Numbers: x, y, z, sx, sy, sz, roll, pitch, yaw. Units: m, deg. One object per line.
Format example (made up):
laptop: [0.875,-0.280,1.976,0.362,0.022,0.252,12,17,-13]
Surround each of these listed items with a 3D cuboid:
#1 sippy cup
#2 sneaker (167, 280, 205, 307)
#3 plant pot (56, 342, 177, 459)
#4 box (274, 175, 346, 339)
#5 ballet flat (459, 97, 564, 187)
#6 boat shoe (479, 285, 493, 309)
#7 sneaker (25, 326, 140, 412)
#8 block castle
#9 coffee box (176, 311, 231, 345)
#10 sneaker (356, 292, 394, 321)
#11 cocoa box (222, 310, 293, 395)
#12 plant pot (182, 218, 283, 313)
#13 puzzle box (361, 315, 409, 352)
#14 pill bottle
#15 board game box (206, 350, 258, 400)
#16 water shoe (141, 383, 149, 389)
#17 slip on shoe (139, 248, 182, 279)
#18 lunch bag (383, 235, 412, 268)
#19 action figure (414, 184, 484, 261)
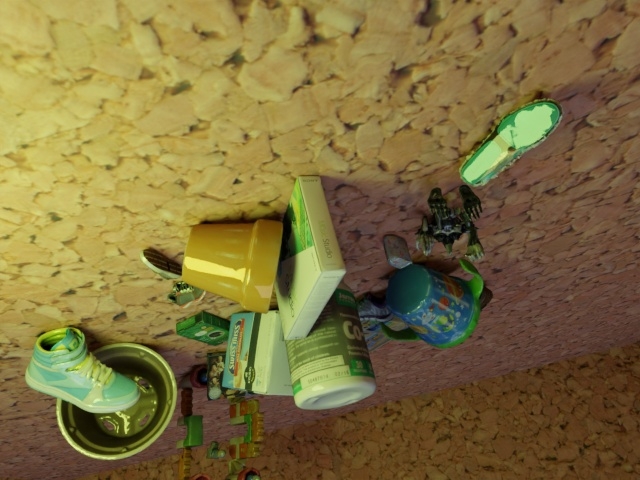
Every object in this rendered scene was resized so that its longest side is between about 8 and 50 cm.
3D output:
sippy cup: [0.324,0.184,1.384,0.224,0.305,0.240,30,172,-35]
sneaker: [-0.347,0.130,1.183,0.065,0.061,0.158,22,134,-35]
plant pot: [-0.651,0.532,1.501,0.334,0.333,0.305,-1,158,-20]
box: [-0.042,0.049,1.002,0.059,0.232,0.322,-1,146,-21]
ballet flat: [0.383,-0.201,0.928,0.077,0.091,0.241,-26,169,-45]
boat shoe: [0.488,0.266,1.662,0.104,0.110,0.307,19,137,-39]
sneaker: [-0.653,0.356,1.274,0.319,0.127,0.208,19,120,-11]
block castle: [-0.375,0.726,1.749,0.303,0.453,0.213,19,145,-40]
coffee box: [-0.350,0.281,1.437,0.113,0.040,0.184,-26,146,20]
sneaker: [0.131,0.214,1.507,0.224,0.083,0.098,-4,113,3]
cocoa box: [-0.091,0.357,1.420,0.347,0.231,0.228,19,160,-41]
plant pot: [-0.191,0.044,0.992,0.188,0.205,0.205,10,144,-8]
puzzle box: [0.146,0.377,1.767,0.272,0.052,0.409,12,141,-36]
pill bottle: [0.005,0.230,1.183,0.204,0.361,0.204,-10,149,-6]
board game box: [-0.293,0.488,1.681,0.243,0.165,0.042,-1,-177,-20]
water shoe: [-0.671,0.609,1.800,0.203,0.080,0.073,-20,148,10]
slip on shoe: [-0.380,0.060,1.068,0.041,0.051,0.135,-24,155,12]
lunch bag: [0.198,0.030,1.214,0.053,0.071,0.083,-30,147,32]
action figure: [0.308,-0.021,1.100,0.164,0.140,0.275,-1,158,13]
